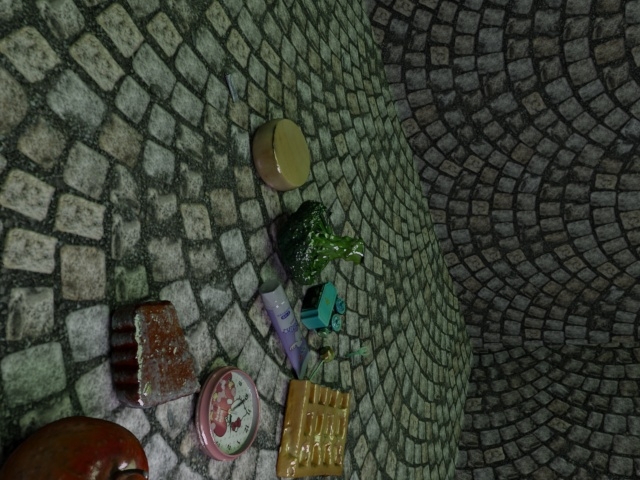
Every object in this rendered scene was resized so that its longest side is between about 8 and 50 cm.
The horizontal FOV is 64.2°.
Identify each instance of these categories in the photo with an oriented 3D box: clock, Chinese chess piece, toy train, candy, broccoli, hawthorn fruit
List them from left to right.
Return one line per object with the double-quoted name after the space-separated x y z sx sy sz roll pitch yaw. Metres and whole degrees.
-0.413 0.434 0.896 0.235 0.263 0.231 39 66 -87 "hawthorn fruit"
-0.246 0.459 1.365 0.244 0.056 0.244 35 50 -54 "clock"
-0.133 -0.295 1.766 0.251 0.097 0.251 25 61 -56 "Chinese chess piece"
-0.010 0.454 1.821 0.202 0.061 0.061 -47 123 -46 "candy"
0.000 0.000 1.730 0.297 0.297 0.297 3 90 -90 "broccoli"
0.010 0.248 1.858 0.154 0.107 0.198 50 40 -32 "toy train"

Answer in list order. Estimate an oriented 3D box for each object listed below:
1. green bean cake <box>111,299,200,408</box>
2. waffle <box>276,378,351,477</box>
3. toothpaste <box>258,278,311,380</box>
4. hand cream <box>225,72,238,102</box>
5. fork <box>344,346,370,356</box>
-0.372 0.252 1.153 0.198 0.097 0.233 -3 84 -60 "green bean cake"
-0.011 0.640 1.711 0.348 0.077 0.304 34 57 -51 "waffle"
-0.107 0.291 1.676 0.125 0.080 0.371 -66 145 -51 "toothpaste"
-0.283 -0.491 1.634 0.030 0.019 0.093 -49 126 -54 "hand cream"
0.147 0.468 2.127 0.235 0.021 0.039 11 68 -59 "fork"
